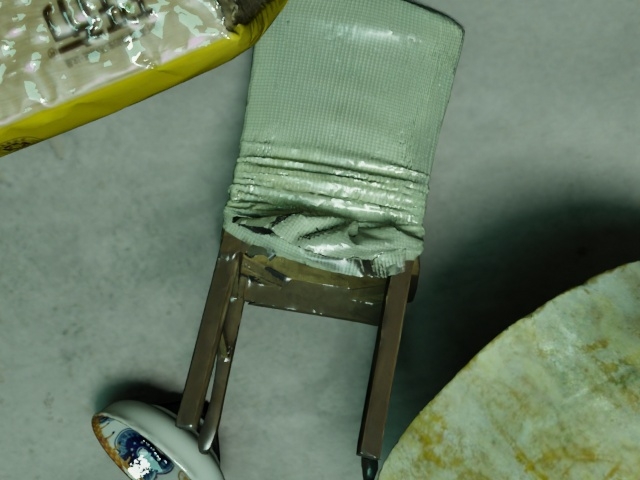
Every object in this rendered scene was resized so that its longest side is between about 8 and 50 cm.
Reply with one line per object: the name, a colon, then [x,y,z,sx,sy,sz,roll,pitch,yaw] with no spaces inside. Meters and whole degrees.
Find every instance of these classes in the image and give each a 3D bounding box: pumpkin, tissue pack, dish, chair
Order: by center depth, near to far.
tissue pack: [-0.167,-0.143,0.640,0.271,0.192,0.134,-18,106,15]
pumpkin: [0.208,0.195,0.693,0.332,0.199,0.332,-26,146,-19]
chair: [0.000,0.000,0.741,0.160,0.319,0.186,9,161,4]
dish: [-0.122,0.174,0.876,0.141,0.078,0.141,29,146,21]
